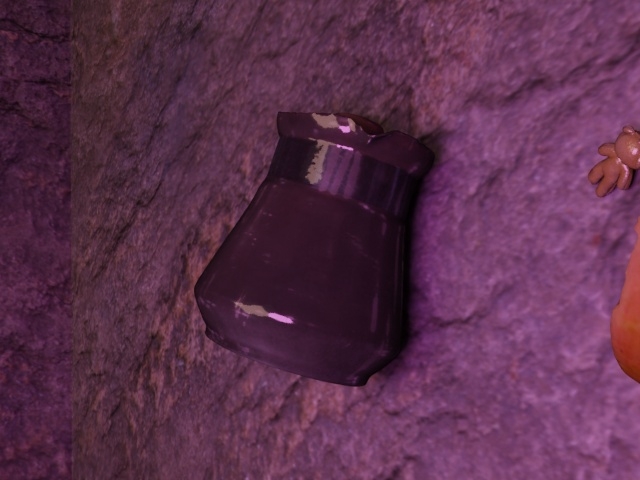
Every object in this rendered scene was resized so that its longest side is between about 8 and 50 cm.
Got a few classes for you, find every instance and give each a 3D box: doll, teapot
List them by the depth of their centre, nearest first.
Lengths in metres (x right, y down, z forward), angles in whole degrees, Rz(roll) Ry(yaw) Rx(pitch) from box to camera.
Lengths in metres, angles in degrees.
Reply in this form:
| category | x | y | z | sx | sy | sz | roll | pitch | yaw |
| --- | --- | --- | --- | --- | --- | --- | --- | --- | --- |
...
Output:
| category | x | y | z | sx | sy | sz | roll | pitch | yaw |
| --- | --- | --- | --- | --- | --- | --- | --- | --- | --- |
| doll | 0.339 | -0.090 | 0.889 | 0.093 | 0.051 | 0.061 | -41 | 59 | 41 |
| teapot | 0.000 | 0.000 | 1.149 | 0.376 | 0.306 | 0.361 | -175 | 104 | -81 |

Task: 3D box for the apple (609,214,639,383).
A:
| category | x | y | z | sx | sy | sz | roll | pitch | yaw |
| --- | --- | --- | --- | --- | --- | --- | --- | --- | --- |
| apple | 0.412 | 0.028 | 0.672 | 0.252 | 0.314 | 0.308 | -45 | -25 | -83 |
